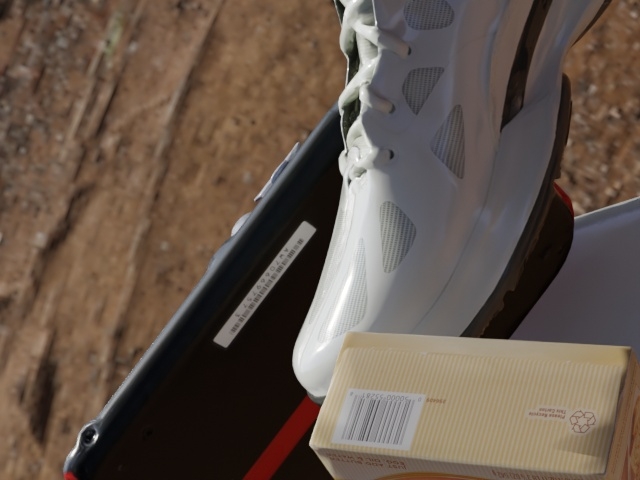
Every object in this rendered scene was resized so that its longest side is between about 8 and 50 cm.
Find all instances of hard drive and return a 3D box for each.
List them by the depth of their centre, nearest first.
[{"bbox_3d":[0.226,0.084,1.361,0.040,0.308,0.203,146,106,-84],"label":"hard drive"}]

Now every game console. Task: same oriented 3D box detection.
[{"bbox_3d":[0.018,0.066,1.178,0.060,0.342,0.386,38,93,39],"label":"game console"}]

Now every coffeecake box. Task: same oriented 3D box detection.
[{"bbox_3d":[0.098,0.125,0.758,0.142,0.185,0.068,1,54,27],"label":"coffeecake box"}]

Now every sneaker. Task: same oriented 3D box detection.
[{"bbox_3d":[0.023,-0.134,0.916,0.447,0.258,0.169,-67,21,-8],"label":"sneaker"}]

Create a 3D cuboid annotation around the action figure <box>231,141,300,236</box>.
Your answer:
[{"bbox_3d":[0.000,0.000,1.304,0.099,0.285,0.185,46,108,12],"label":"action figure"}]
